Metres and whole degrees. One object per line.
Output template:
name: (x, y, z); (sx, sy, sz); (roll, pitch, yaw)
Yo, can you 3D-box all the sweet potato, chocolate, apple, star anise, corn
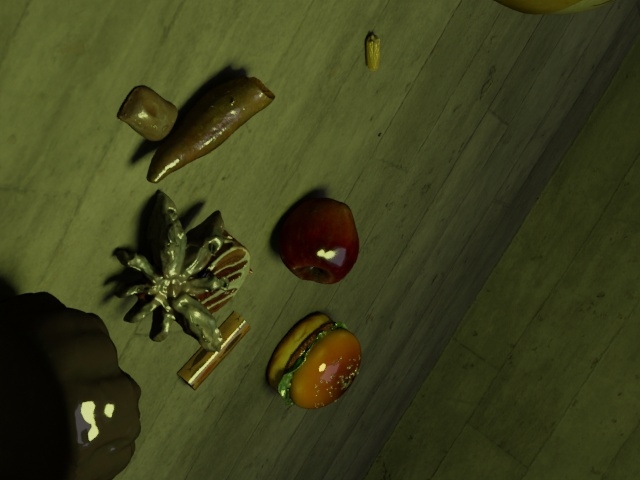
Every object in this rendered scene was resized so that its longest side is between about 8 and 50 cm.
sweet potato: (-0.173, -0.171, 1.256); (0.243, 0.077, 0.077); (-39, 152, -20)
chocolate: (-0.234, -0.174, 1.182); (0.065, 0.031, 0.100); (-58, 155, -3)
apple: (0.000, -0.006, 1.688); (0.147, 0.156, 0.158); (67, 32, -63)
star anise: (-0.226, 0.055, 1.349); (0.198, 0.110, 0.258); (5, 97, -37)
corn: (0.099, -0.350, 1.573); (0.027, 0.028, 0.083); (-37, 151, -19)

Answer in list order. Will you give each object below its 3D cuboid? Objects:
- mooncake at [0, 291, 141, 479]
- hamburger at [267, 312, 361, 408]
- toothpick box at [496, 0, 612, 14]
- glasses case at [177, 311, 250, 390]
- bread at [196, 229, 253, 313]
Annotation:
mooncake: (-0.362, 0.207, 1.132); (0.141, 0.283, 0.283); (-22, 140, -53)
hamburger: (-0.003, 0.308, 2.055); (0.246, 0.170, 0.246); (-44, 152, -30)
toothpick box: (0.372, -0.576, 1.352); (0.425, 0.409, 0.409); (-12, 132, -59)
glasses case: (-0.212, 0.228, 1.723); (0.170, 0.041, 0.065); (-48, 156, -17)
bread: (-0.193, 0.056, 1.498); (0.160, 0.073, 0.160); (-42, 152, -28)
